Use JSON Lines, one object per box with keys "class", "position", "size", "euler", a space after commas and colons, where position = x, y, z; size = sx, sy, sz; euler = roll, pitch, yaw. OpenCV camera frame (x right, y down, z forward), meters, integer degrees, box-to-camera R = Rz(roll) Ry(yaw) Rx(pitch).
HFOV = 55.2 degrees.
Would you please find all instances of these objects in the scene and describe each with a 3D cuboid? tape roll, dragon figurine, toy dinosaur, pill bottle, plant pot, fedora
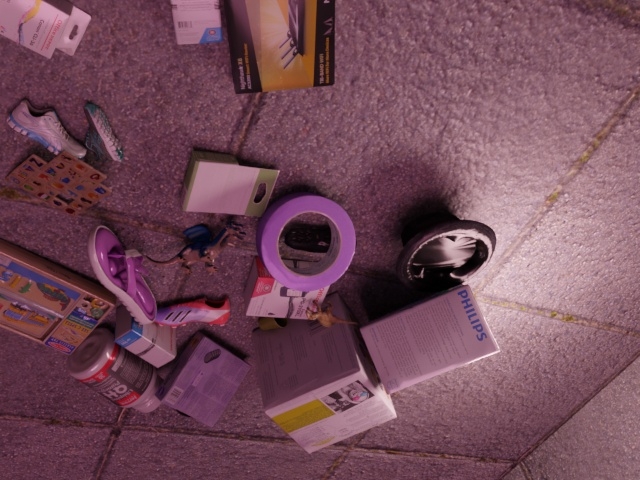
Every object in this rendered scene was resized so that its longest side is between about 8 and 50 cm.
{"class": "tape roll", "position": [-0.042, 0.002, 1.745], "size": [0.274, 0.090, 0.275], "euler": [-3, 102, -16]}
{"class": "dragon figurine", "position": [-0.352, 0.017, 1.766], "size": [0.289, 0.144, 0.085], "euler": [-7, 137, 19]}
{"class": "toy dinosaur", "position": [0.019, 0.235, 1.909], "size": [0.183, 0.093, 0.053], "euler": [13, 126, -28]}
{"class": "pill bottle", "position": [-0.652, 0.437, 2.003], "size": [0.176, 0.176, 0.318], "euler": [-28, 131, 11]}
{"class": "plant pot", "position": [-0.164, 0.266, 2.043], "size": [0.079, 0.083, 0.083], "euler": [-28, 132, 27]}
{"class": "fedora", "position": [0.365, 0.013, 1.886], "size": [0.333, 0.153, 0.334], "euler": [-11, 135, -12]}

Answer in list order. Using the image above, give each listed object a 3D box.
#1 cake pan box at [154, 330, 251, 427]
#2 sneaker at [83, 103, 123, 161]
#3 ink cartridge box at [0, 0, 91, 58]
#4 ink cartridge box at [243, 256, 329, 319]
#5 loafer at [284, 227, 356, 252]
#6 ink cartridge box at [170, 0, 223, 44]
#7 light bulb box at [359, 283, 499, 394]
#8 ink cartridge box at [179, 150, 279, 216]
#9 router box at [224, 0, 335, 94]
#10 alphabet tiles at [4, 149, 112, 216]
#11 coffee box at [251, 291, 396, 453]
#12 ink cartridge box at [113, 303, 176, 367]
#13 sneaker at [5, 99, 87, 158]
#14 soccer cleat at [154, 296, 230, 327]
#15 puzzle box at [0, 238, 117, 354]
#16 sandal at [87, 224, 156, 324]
{"class": "cake pan box", "position": [-0.396, 0.480, 2.085], "size": [0.245, 0.070, 0.267], "euler": [40, 76, -36]}
{"class": "sneaker", "position": [-0.549, -0.255, 1.499], "size": [0.076, 0.065, 0.167], "euler": [-12, 130, 4]}
{"class": "ink cartridge box", "position": [-0.602, -0.470, 1.291], "size": [0.198, 0.067, 0.115], "euler": [23, 121, -30]}
{"class": "ink cartridge box", "position": [-0.108, 0.154, 1.935], "size": [0.237, 0.100, 0.172], "euler": [6, 129, -20]}
{"class": "loafer", "position": [0.000, 0.000, 1.853], "size": [0.223, 0.076, 0.078], "euler": [4, 165, -18]}
{"class": "ink cartridge box", "position": [-0.272, -0.525, 1.326], "size": [0.104, 0.060, 0.180], "euler": [-5, 132, -8]}
{"class": "light bulb box", "position": [0.350, 0.307, 1.986], "size": [0.360, 0.225, 0.358], "euler": [-24, 173, 7]}
{"class": "ink cartridge box", "position": [-0.249, -0.150, 1.666], "size": [0.235, 0.056, 0.171], "euler": [2, 131, -29]}
{"class": "router box", "position": [-0.091, -0.495, 1.381], "size": [0.242, 0.081, 0.309], "euler": [-8, 132, -7]}
{"class": "alphabet tiles", "position": [-0.652, -0.148, 1.543], "size": [0.237, 0.009, 0.198], "euler": [-23, 136, 37]}
{"class": "coffee box", "position": [0.010, 0.449, 2.063], "size": [0.338, 0.338, 0.334], "euler": [-26, 132, 9]}
{"class": "ink cartridge box", "position": [-0.549, 0.291, 1.924], "size": [0.082, 0.140, 0.191], "euler": [-32, 130, 13]}
{"class": "sneaker", "position": [-0.641, -0.266, 1.462], "size": [0.190, 0.071, 0.083], "euler": [31, 111, -32]}
{"class": "soccer cleat", "position": [-0.410, 0.221, 1.946], "size": [0.247, 0.083, 0.095], "euler": [3, 112, -16]}
{"class": "puzzle box", "position": [-0.847, 0.168, 1.788], "size": [0.408, 0.052, 0.272], "euler": [32, 117, -30]}
{"class": "sandal", "position": [-0.536, 0.090, 1.743], "size": [0.102, 0.170, 0.416], "euler": [-12, 145, 1]}
